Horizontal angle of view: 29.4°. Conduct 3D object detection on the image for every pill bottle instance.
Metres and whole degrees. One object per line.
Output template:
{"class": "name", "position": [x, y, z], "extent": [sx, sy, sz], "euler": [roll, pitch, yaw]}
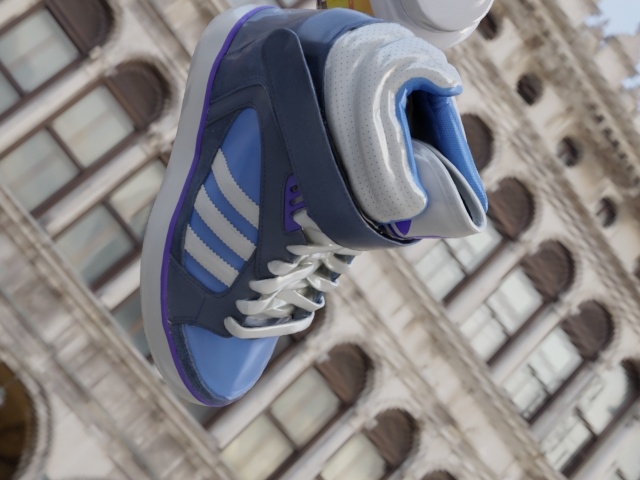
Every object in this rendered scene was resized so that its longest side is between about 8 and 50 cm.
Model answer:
{"class": "pill bottle", "position": [0.081, -0.235, 1.160], "extent": [0.117, 0.117, 0.215], "euler": [55, -13, -16]}

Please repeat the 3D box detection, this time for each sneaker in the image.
{"class": "sneaker", "position": [0.000, 0.000, 0.861], "extent": [0.236, 0.130, 0.322], "euler": [21, -73, 39]}
